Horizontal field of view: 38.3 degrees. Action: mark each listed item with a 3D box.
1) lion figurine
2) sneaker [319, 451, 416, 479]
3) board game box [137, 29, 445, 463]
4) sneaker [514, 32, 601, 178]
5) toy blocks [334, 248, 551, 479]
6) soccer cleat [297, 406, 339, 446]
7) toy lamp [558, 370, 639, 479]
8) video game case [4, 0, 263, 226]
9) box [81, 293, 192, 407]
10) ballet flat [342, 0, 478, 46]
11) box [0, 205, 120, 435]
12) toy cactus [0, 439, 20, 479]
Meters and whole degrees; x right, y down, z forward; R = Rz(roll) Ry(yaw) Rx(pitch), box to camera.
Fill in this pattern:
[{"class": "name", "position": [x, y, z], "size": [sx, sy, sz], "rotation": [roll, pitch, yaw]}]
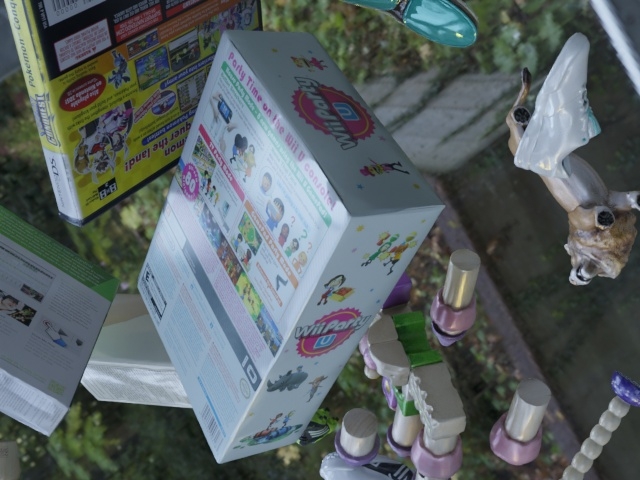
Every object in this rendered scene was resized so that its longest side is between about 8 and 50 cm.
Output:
[{"class": "lion figurine", "position": [0.429, -0.108, 1.604], "size": [0.392, 0.142, 0.240], "rotation": [60, 175, 2]}, {"class": "sneaker", "position": [0.135, 0.490, 1.441], "size": [0.365, 0.210, 0.137], "rotation": [30, 148, 1]}, {"class": "board game box", "position": [-0.048, 0.008, 0.799], "size": [0.224, 0.097, 0.303], "rotation": [57, 137, 33]}, {"class": "sneaker", "position": [0.336, -0.175, 1.236], "size": [0.094, 0.080, 0.212], "rotation": [25, 134, 15]}, {"class": "toy blocks", "position": [0.102, 0.208, 1.239], "size": [0.260, 0.308, 0.289], "rotation": [94, 162, -48]}, {"class": "soccer cleat", "position": [-0.023, 0.309, 1.541], "size": [0.060, 0.072, 0.179], "rotation": [43, -179, 26]}, {"class": "toy lamp", "position": [0.402, 0.331, 1.400], "size": [0.080, 0.275, 0.080], "rotation": [33, -172, -5]}, {"class": "video game case", "position": [-0.151, -0.182, 0.841], "size": [0.035, 0.275, 0.248], "rotation": [21, 133, 30]}, {"class": "box", "position": [-0.210, 0.169, 1.387], "size": [0.311, 0.121, 0.148], "rotation": [2, 144, 17]}, {"class": "ballet flat", "position": [0.082, -0.242, 0.896], "size": [0.168, 0.052, 0.057], "rotation": [20, 140, -12]}, {"class": "box", "position": [-0.387, 0.079, 1.152], "size": [0.232, 0.058, 0.322], "rotation": [34, -159, -15]}, {"class": "toy cactus", "position": [-0.503, 0.407, 1.445], "size": [0.112, 0.218, 0.181], "rotation": [94, 176, -86]}]
